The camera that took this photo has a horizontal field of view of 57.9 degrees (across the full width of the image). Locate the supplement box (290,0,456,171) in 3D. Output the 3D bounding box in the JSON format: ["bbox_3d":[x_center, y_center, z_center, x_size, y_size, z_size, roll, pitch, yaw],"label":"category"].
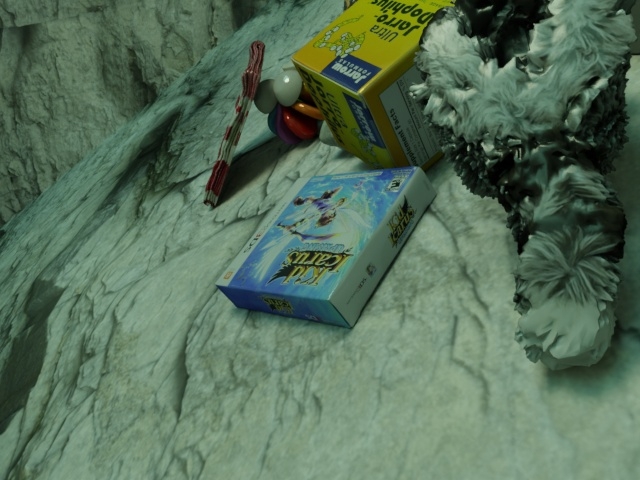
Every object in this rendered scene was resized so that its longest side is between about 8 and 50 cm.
[{"bbox_3d":[0.170,-0.293,0.895,0.356,0.194,0.195,-41,45,-7],"label":"supplement box"}]

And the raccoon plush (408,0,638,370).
[{"bbox_3d":[0.241,-0.085,0.658,0.216,0.299,0.447,3,80,31],"label":"raccoon plush"}]

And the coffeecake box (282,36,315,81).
[{"bbox_3d":[0.006,-0.481,1.526,0.142,0.068,0.185,-48,30,-17],"label":"coffeecake box"}]

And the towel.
[{"bbox_3d":[-0.195,-0.262,1.293,0.237,0.037,0.329,-94,25,-57],"label":"towel"}]

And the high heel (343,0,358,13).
[{"bbox_3d":[0.041,-0.488,1.363,0.261,0.186,0.093,-33,-4,16],"label":"high heel"}]

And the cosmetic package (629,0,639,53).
[{"bbox_3d":[0.451,-0.311,0.718,0.107,0.127,0.238,-45,28,-10],"label":"cosmetic package"}]

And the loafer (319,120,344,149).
[{"bbox_3d":[0.098,-0.303,1.123,0.111,0.112,0.320,4,50,40],"label":"loafer"}]

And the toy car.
[{"bbox_3d":[-0.052,-0.278,1.251,0.182,0.159,0.136,-2,83,52],"label":"toy car"}]

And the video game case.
[{"bbox_3d":[0.000,0.000,0.853,0.269,0.061,0.244,1,48,49],"label":"video game case"}]
